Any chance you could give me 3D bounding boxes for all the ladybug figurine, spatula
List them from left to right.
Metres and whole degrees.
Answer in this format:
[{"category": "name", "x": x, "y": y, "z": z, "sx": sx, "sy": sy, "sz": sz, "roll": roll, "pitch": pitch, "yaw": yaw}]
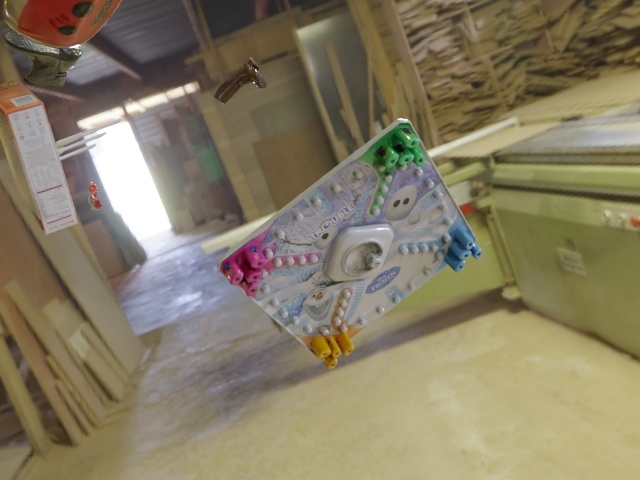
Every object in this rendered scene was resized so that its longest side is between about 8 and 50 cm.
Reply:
[{"category": "spatula", "x": -0.599, "y": -0.232, "z": 1.778, "sx": 0.168, "sy": 0.019, "sz": 0.242, "roll": -34, "pitch": 5, "yaw": 34}, {"category": "ladybug figurine", "x": -0.531, "y": -0.570, "z": 1.605, "sx": 0.449, "sy": 0.162, "sz": 0.305, "roll": -31, "pitch": 15, "yaw": 52}]

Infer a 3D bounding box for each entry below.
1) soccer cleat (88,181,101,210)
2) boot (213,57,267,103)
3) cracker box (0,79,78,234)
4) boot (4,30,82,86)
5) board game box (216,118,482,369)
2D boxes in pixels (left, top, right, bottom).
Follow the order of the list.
[{"category": "soccer cleat", "x": -0.650, "y": -0.125, "z": 2.087, "sx": 0.035, "sy": 0.083, "sz": 0.029, "roll": -20, "pitch": -7, "yaw": 23}, {"category": "boot", "x": -0.171, "y": -0.317, "z": 1.534, "sx": 0.114, "sy": 0.037, "sz": 0.106, "roll": -37, "pitch": 42, "yaw": 13}, {"category": "cracker box", "x": -0.502, "y": -0.145, "z": 1.276, "sx": 0.067, "sy": 0.232, "sz": 0.155, "roll": -23, "pitch": 37, "yaw": -27}, {"category": "boot", "x": -0.842, "y": -0.524, "z": 2.174, "sx": 0.161, "sy": 0.083, "sz": 0.246, "roll": -45, "pitch": -25, "yaw": 29}, {"category": "board game box", "x": 0.075, "y": 0.032, "z": 1.294, "sx": 0.390, "sy": 0.390, "sz": 0.050, "roll": -37, "pitch": 48, "yaw": 3}]
